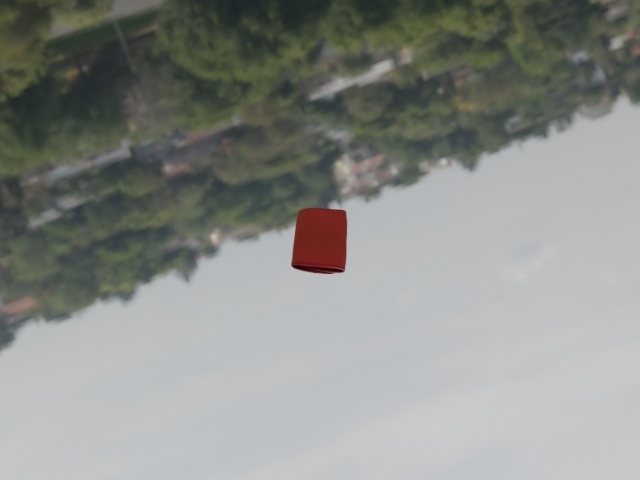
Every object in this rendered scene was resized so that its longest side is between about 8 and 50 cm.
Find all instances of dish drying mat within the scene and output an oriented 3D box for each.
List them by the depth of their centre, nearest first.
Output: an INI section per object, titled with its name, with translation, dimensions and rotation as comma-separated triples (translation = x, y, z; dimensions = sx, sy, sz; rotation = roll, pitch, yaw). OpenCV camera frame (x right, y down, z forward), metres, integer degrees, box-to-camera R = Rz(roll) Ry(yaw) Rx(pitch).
[dish drying mat]
translation = 0.000, 0.000, 0.873
dimensions = 0.032, 0.008, 0.083
rotation = 6, -155, -1
